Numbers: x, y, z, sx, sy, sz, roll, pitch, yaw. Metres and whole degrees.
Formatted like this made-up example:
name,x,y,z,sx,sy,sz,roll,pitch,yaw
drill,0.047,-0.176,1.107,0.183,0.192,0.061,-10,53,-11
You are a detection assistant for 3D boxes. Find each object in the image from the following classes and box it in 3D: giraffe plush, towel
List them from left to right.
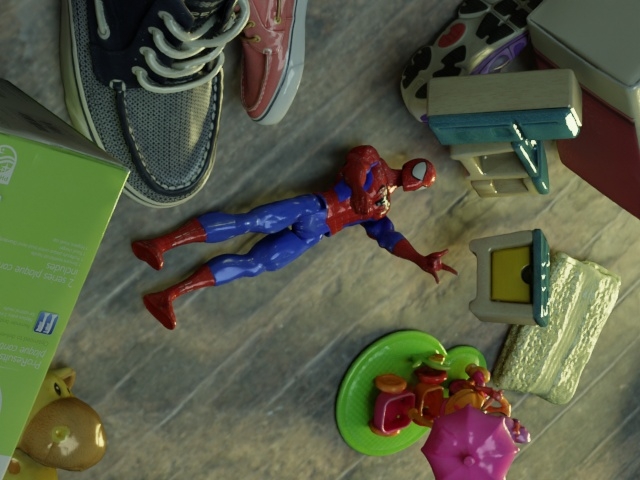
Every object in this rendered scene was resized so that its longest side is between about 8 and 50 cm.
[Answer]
name,x,y,z,sx,sy,sz,roll,pitch,yaw
giraffe plush,-0.237,0.179,1.497,0.210,0.181,0.170,22,88,-5
towel,0.232,0.087,1.840,0.110,0.027,0.148,18,100,-38

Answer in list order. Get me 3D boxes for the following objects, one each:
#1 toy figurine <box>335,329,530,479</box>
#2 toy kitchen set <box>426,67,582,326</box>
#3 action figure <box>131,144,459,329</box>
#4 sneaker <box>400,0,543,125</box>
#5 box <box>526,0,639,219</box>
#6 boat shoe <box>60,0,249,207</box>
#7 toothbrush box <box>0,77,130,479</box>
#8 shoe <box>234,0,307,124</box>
name,x,y,z,sx,sy,sz,roll,pitch,yaw
toy figurine,0.128,0.168,1.721,0.173,0.159,0.130,-8,116,-33
toy kitchen set,0.172,-0.030,1.603,0.207,0.122,0.166,43,46,-66
action figure,0.000,0.000,1.573,0.280,0.139,0.091,-26,125,-26
sneaker,0.142,-0.166,1.648,0.170,0.068,0.071,-40,144,-2
box,0.289,-0.145,1.662,0.148,0.127,0.232,-43,148,-12
boat shoe,-0.115,-0.157,1.399,0.127,0.158,0.340,-25,123,-23
toothbrush box,-0.279,0.029,1.343,0.122,0.206,0.283,17,100,-39
shoe,-0.056,-0.182,1.495,0.081,0.063,0.178,4,104,-34
